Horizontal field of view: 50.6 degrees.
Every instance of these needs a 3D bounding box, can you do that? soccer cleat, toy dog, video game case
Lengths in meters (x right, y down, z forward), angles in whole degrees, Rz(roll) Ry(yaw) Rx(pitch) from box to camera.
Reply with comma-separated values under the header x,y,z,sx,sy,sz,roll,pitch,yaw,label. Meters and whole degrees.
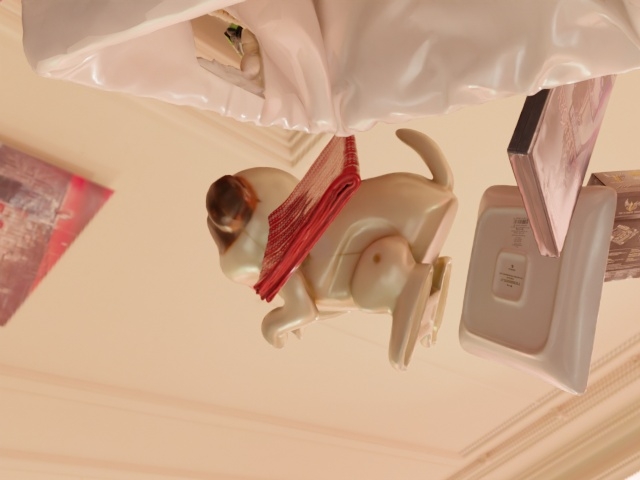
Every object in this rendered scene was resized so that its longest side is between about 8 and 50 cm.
x,y,z,sx,sy,sz,roll,pitch,yaw,label
-0.101,-0.305,1.017,0.060,0.072,0.179,-55,-156,-6,soccer cleat
0.000,0.000,1.121,0.407,0.284,0.396,12,-75,19,toy dog
0.256,-0.146,0.685,0.026,0.196,0.274,11,-113,32,video game case

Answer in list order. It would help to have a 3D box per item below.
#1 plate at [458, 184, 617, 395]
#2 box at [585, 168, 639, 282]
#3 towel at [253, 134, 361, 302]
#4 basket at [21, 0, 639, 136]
x,y,z,sx,sy,sz,roll,pitch,yaw,label
0.292,0.054,0.988,0.277,0.045,0.278,-167,-94,-67,plate
0.496,-0.023,1.051,0.056,0.231,0.183,-115,-155,-48,box
-0.017,-0.051,0.900,0.199,0.031,0.275,-52,-167,18,towel
0.036,-0.231,0.427,0.331,0.328,0.267,-7,-92,32,basket
